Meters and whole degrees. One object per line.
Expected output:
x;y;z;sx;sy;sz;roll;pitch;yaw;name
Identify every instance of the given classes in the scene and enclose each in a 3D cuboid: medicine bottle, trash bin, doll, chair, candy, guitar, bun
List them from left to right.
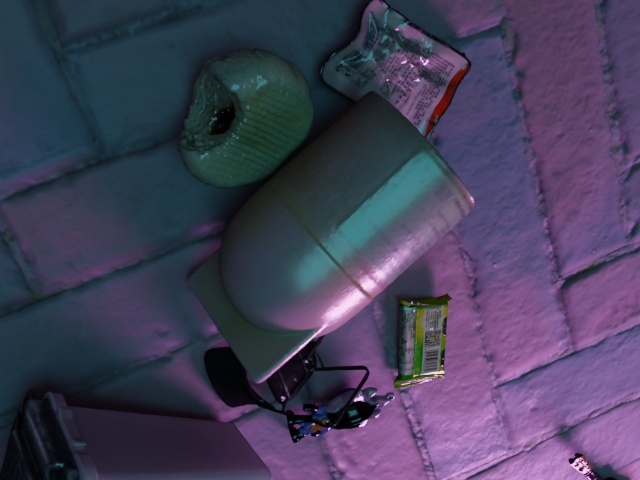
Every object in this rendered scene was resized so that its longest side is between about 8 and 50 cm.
-0.291;0.380;1.154;0.367;0.296;0.256;9;103;-35;trash bin
-0.118;-0.182;1.075;0.212;0.126;0.204;-37;141;2;bun
-0.059;0.203;1.238;0.145;0.221;0.140;-48;124;-47;chair
0.000;0.000;1.112;0.406;0.236;0.236;-42;115;3;medicine bottle
0.038;0.301;1.318;0.195;0.070;0.096;-16;127;-5;doll
0.180;0.179;1.344;0.102;0.032;0.178;-5;110;-13;candy
0.591;0.515;1.584;0.084;0.038;0.271;-46;118;0;guitar

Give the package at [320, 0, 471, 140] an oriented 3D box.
0.118;-0.265;1.178;0.232;0.040;0.166;25;102;-32;package
